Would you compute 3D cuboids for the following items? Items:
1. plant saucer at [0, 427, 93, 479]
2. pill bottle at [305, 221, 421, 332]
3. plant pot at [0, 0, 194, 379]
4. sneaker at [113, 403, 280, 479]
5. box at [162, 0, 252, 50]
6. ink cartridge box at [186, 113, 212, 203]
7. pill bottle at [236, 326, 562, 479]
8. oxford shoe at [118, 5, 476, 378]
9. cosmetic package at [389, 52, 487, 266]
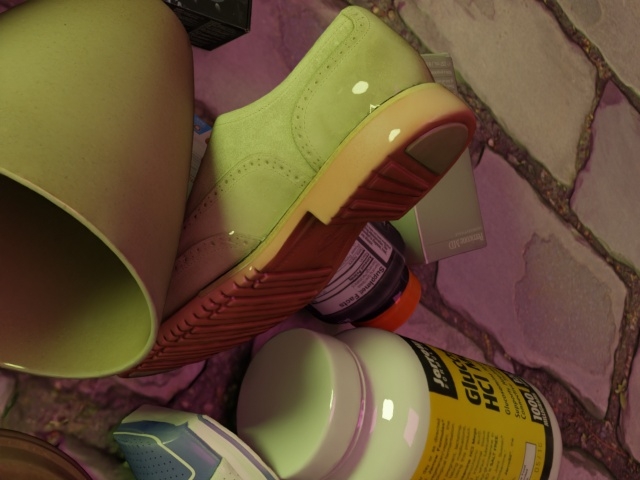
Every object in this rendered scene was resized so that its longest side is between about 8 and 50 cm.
[{"bbox_3d":[-0.279,0.289,0.634,0.278,0.041,0.277,6,80,-40],"label":"plant saucer"},{"bbox_3d":[0.000,0.000,0.840,0.246,0.130,0.130,44,60,-28],"label":"pill bottle"},{"bbox_3d":[-0.202,-0.075,0.631,0.256,0.257,0.274,43,44,-28],"label":"plant pot"},{"bbox_3d":[-0.101,0.314,0.721,0.182,0.127,0.315,-43,113,-37],"label":"sneaker"},{"bbox_3d":[-0.156,-0.284,0.776,0.180,0.078,0.147,11,79,-39],"label":"box"},{"bbox_3d":[-0.133,-0.077,0.803,0.048,0.028,0.083,39,61,-29],"label":"ink cartridge box"},{"bbox_3d":[0.086,0.198,0.845,0.334,0.188,0.187,22,71,-38],"label":"pill bottle"},{"bbox_3d":[-0.054,-0.022,0.689,0.140,0.397,0.146,4,50,-59],"label":"oxford shoe"},{"bbox_3d":[0.104,-0.090,0.955,0.127,0.107,0.237,-16,92,-43],"label":"cosmetic package"}]
